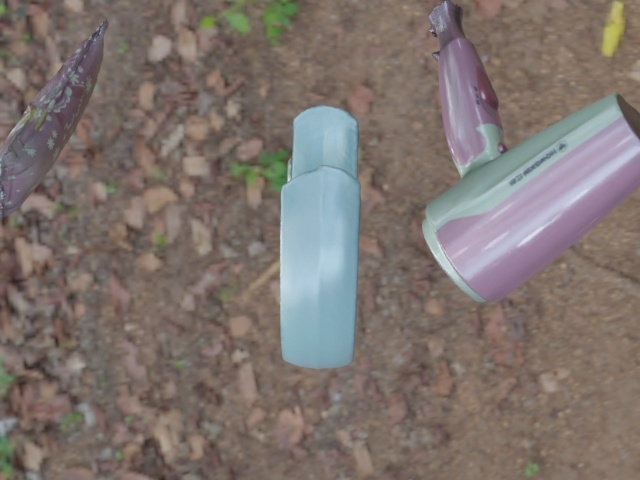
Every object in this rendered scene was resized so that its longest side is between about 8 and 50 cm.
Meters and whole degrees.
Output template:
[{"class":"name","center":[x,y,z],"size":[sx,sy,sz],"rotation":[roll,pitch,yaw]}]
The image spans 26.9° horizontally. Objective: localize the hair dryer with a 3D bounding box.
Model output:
[{"class":"hair dryer","center":[0.080,-0.058,0.617],"size":[0.106,0.054,0.154],"rotation":[-41,50,21]}]

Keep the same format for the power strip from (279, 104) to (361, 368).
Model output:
[{"class":"power strip","center":[0.000,0.000,0.941],"size":[0.054,0.253,0.167],"rotation":[3,104,0]}]

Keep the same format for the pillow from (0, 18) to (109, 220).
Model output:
[{"class":"pillow","center":[-0.224,-0.095,1.108],"size":[0.043,0.185,0.118],"rotation":[30,143,-4]}]
